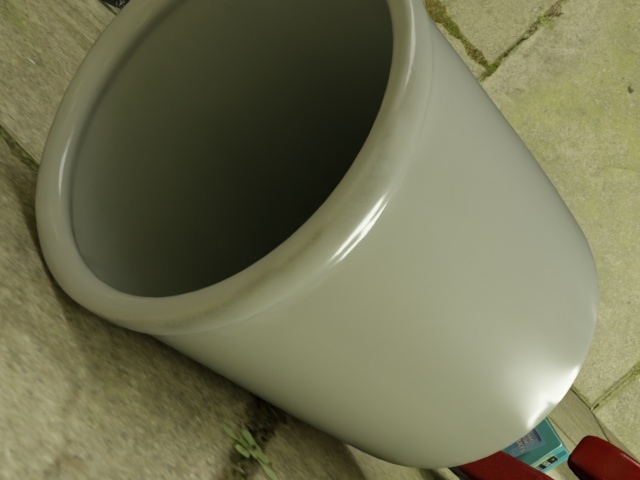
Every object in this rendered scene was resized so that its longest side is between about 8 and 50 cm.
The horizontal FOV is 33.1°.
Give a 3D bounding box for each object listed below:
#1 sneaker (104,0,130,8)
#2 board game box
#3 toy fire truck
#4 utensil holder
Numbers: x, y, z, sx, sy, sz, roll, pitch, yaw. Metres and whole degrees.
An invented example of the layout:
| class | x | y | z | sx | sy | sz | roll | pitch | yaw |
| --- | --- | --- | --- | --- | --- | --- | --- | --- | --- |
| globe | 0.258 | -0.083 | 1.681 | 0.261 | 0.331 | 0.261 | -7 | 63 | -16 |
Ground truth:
| class | x | y | z | sx | sy | sz | roll | pitch | yaw |
| --- | --- | --- | --- | --- | --- | --- | --- | --- | --- |
| sneaker | -0.409 | -0.506 | 1.881 | 0.234 | 0.084 | 0.097 | 43 | 8 | -17 |
| board game box | 0.241 | 0.205 | 1.498 | 0.254 | 0.079 | 0.336 | 57 | 5 | 19 |
| toy fire truck | 0.265 | 0.313 | 1.148 | 0.302 | 0.169 | 0.254 | 43 | -10 | -25 |
| utensil holder | 0.018 | -0.011 | 0.884 | 0.385 | 0.327 | 0.328 | 41 | 9 | -47 |
